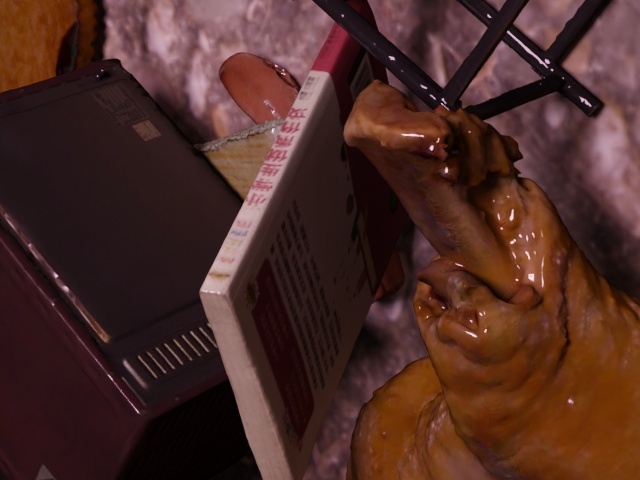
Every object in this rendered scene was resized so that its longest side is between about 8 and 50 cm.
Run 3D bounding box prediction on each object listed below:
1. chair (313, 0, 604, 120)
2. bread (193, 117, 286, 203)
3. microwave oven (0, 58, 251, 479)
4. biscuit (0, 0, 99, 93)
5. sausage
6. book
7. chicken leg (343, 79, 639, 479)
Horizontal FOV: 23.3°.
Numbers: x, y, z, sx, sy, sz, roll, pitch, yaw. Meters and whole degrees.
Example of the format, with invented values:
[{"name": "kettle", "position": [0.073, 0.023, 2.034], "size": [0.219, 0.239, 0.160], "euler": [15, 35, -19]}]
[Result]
[{"name": "chair", "position": [0.061, -0.186, 0.828], "size": [0.260, 0.154, 0.141], "euler": [44, 123, 15]}, {"name": "bread", "position": [-0.042, -0.017, 0.998], "size": [0.193, 0.036, 0.112], "euler": [-9, 110, 61]}, {"name": "microwave oven", "position": [-0.142, 0.041, 0.964], "size": [0.247, 0.178, 0.188], "euler": [48, 138, 18]}, {"name": "biscuit", "position": [-0.279, -0.182, 1.140], "size": [0.305, 0.038, 0.305], "euler": [10, 108, 32]}, {"name": "sausage", "position": [-0.004, -0.044, 0.986], "size": [0.043, 0.043, 0.186], "euler": [-37, 82, 37]}, {"name": "book", "position": [0.000, 0.000, 0.849], "size": [0.022, 0.232, 0.162], "euler": [6, 137, 22]}, {"name": "chicken leg", "position": [0.096, 0.095, 0.829], "size": [0.295, 0.182, 0.409], "euler": [3, 133, 52]}]
